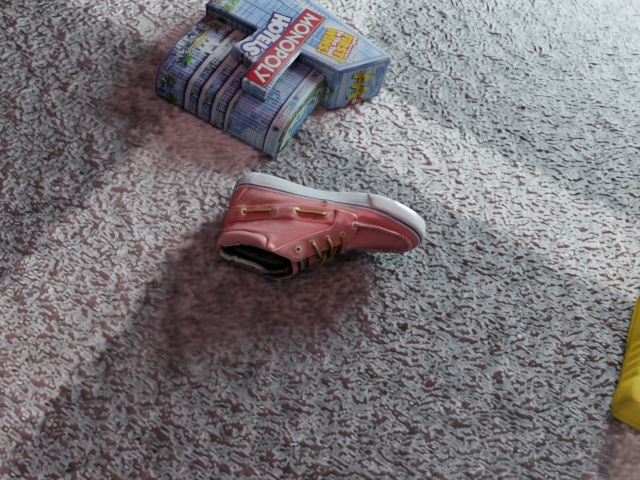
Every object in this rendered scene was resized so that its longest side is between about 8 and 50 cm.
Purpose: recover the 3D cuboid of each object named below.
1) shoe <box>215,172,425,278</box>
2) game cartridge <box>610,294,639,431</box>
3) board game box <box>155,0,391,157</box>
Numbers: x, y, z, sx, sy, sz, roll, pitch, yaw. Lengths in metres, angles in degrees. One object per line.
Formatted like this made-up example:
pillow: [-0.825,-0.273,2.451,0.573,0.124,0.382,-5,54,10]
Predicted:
shoe: [0.000,0.000,0.564,0.178,0.063,0.081,13,58,4]
game cartridge: [0.443,0.091,0.603,0.285,0.052,0.323,28,60,7]
board game box: [-0.037,-0.187,0.673,0.194,0.060,0.194,28,57,8]
